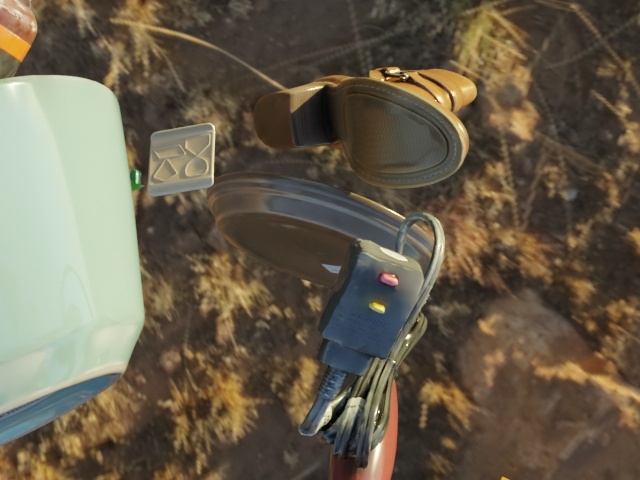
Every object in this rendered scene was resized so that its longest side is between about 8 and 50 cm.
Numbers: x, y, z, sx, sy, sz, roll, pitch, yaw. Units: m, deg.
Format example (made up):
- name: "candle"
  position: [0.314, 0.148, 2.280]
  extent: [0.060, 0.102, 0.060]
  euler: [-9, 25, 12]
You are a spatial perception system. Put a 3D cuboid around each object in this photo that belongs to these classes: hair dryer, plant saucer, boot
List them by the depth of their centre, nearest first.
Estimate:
- name: "hair dryer"
  position: [0.029, 0.135, 0.641]
  extent: [0.080, 0.223, 0.294]
  euler: [15, 95, 11]
- name: "boot"
  position: [0.096, -0.128, 1.321]
  extent: [0.220, 0.283, 0.109]
  euler: [-15, 104, -41]
- name: "plant saucer"
  position: [0.000, 0.000, 1.404]
  extent: [0.277, 0.278, 0.041]
  euler: [25, 71, -23]

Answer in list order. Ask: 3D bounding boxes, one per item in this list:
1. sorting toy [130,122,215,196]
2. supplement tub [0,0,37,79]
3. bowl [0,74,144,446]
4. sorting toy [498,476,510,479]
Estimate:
- name: "sorting toy"
  position: [-0.128, -0.064, 1.048]
  extent: [0.083, 0.062, 0.012]
  euler: [-9, 149, 11]
- name: "supplement tub"
  position: [-0.236, -0.105, 0.729]
  extent: [0.106, 0.106, 0.198]
  euler: [31, 89, -24]
- name: "bowl"
  position: [-0.233, 0.046, 0.764]
  extent: [0.311, 0.311, 0.163]
  euler: [-25, 82, -10]
- name: "sorting toy"
  position: [0.045, 0.269, 0.661]
  extent: [0.041, 0.307, 0.229]
  euler: [25, 121, 1]
